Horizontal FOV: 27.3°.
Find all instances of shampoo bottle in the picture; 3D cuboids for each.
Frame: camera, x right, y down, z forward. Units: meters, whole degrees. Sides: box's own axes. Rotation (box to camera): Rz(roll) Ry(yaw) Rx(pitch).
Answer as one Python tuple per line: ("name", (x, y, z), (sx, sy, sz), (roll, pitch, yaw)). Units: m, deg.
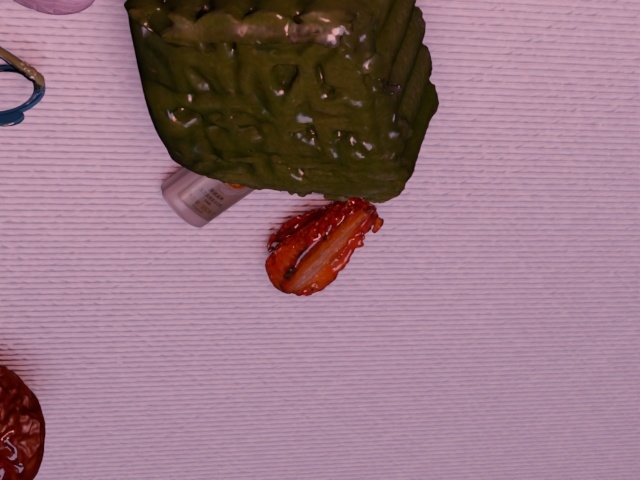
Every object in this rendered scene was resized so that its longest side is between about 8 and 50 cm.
("shampoo bottle", (-0.101, -0.107, 1.759), (0.227, 0.056, 0.086), (-34, 132, 14))

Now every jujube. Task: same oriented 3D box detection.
("jujube", (-0.511, 0.270, 1.881), (0.232, 0.213, 0.213), (17, 124, -30))

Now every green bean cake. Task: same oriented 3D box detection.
("green bean cake", (-0.039, -0.196, 1.515), (0.335, 0.218, 0.319), (6, 140, 24))

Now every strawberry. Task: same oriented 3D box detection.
("strawberry", (0.000, 0.000, 1.880), (0.188, 0.082, 0.121), (-43, 149, 10))

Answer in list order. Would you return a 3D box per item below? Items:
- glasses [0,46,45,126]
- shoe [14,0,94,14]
("glasses", (-0.442, -0.237, 1.544), (0.239, 0.102, 0.207), (1, 103, -15))
("shoe", (-0.334, -0.348, 1.438), (0.245, 0.095, 0.137), (28, 131, -28))
